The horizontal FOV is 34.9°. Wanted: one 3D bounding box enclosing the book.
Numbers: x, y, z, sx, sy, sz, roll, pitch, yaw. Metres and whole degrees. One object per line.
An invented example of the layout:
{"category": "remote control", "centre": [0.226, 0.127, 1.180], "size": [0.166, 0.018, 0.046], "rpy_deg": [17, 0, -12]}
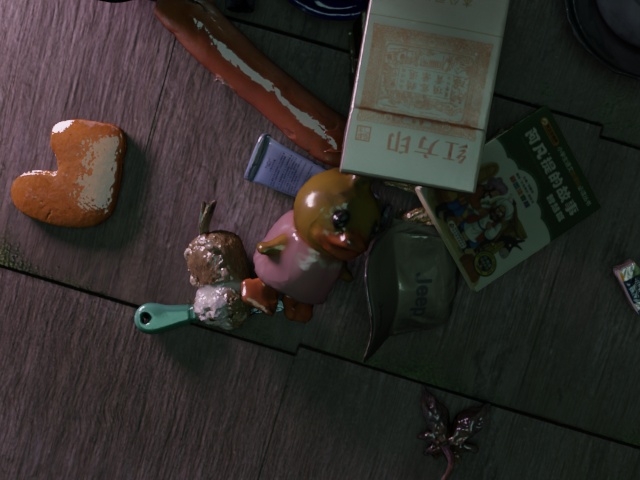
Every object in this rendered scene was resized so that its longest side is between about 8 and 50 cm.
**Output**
{"category": "book", "centre": [0.310, -0.069, 1.674], "size": [0.264, 0.027, 0.202], "rpy_deg": [-32, 101, -10]}

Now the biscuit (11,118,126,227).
{"category": "biscuit", "centre": [-0.437, -0.119, 1.758], "size": [0.186, 0.036, 0.192], "rpy_deg": [12, 94, 4]}

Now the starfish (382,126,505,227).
{"category": "starfish", "centre": [0.228, -0.104, 1.707], "size": [0.238, 0.071, 0.216], "rpy_deg": [24, 101, -5]}

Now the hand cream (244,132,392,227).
{"category": "hand cream", "centre": [-0.001, -0.094, 1.726], "size": [0.256, 0.055, 0.088], "rpy_deg": [24, 102, 3]}

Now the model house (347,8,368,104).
{"category": "model house", "centre": [0.154, -0.242, 1.625], "size": [0.212, 0.204, 0.243], "rpy_deg": [0, 91, -1]}

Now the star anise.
{"category": "star anise", "centre": [0.183, 0.360, 1.678], "size": [0.218, 0.227, 0.148], "rpy_deg": [-39, 98, 17]}

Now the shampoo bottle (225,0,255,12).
{"category": "shampoo bottle", "centre": [-0.128, -0.498, 1.682], "size": [0.049, 0.087, 0.233], "rpy_deg": [3, 95, 3]}

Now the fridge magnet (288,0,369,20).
{"category": "fridge magnet", "centre": [0.032, -0.493, 1.660], "size": [0.266, 0.112, 0.265], "rpy_deg": [0, 91, 3]}

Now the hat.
{"category": "hat", "centre": [0.151, 0.094, 1.645], "size": [0.149, 0.244, 0.214], "rpy_deg": [2, 114, 7]}

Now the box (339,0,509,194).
{"category": "box", "centre": [0.157, -0.262, 1.495], "size": [0.205, 0.051, 0.365], "rpy_deg": [10, 91, -2]}

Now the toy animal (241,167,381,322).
{"category": "toy animal", "centre": [0.000, -0.004, 1.654], "size": [0.195, 0.169, 0.281], "rpy_deg": [16, 131, -35]}

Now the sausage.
{"category": "sausage", "centre": [-0.107, -0.276, 1.698], "size": [0.419, 0.094, 0.094], "rpy_deg": [42, 137, 0]}

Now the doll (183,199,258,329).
{"category": "doll", "centre": [-0.176, 0.044, 1.717], "size": [0.105, 0.115, 0.221], "rpy_deg": [-21, 85, 40]}

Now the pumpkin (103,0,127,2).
{"category": "pumpkin", "centre": [-0.322, -0.498, 1.578], "size": [0.293, 0.196, 0.263], "rpy_deg": [-20, 131, 22]}

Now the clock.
{"category": "clock", "centre": [0.551, -0.408, 1.609], "size": [0.325, 0.067, 0.324], "rpy_deg": [1, 93, 23]}

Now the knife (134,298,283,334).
{"category": "knife", "centre": [-0.193, 0.115, 1.770], "size": [0.261, 0.034, 0.063], "rpy_deg": [-10, 81, -2]}

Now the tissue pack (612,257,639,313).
{"category": "tissue pack", "centre": [0.525, 0.076, 1.703], "size": [0.042, 0.062, 0.083], "rpy_deg": [-27, 92, 10]}
